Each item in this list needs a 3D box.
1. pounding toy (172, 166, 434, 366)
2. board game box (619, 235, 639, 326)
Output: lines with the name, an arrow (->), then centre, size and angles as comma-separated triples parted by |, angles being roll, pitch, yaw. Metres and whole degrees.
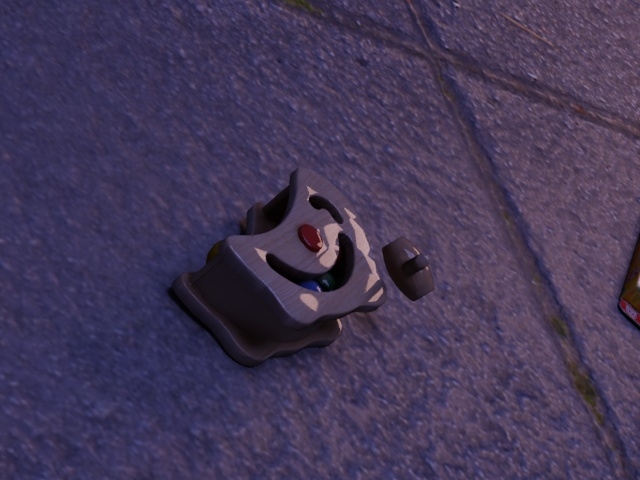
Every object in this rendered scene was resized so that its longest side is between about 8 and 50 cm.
pounding toy -> 0.000, 0.000, 1.786 | 0.269, 0.155, 0.154 | -12, 67, -55
board game box -> 0.431, 0.055, 2.374 | 0.124, 0.039, 0.259 | 42, 33, -6
